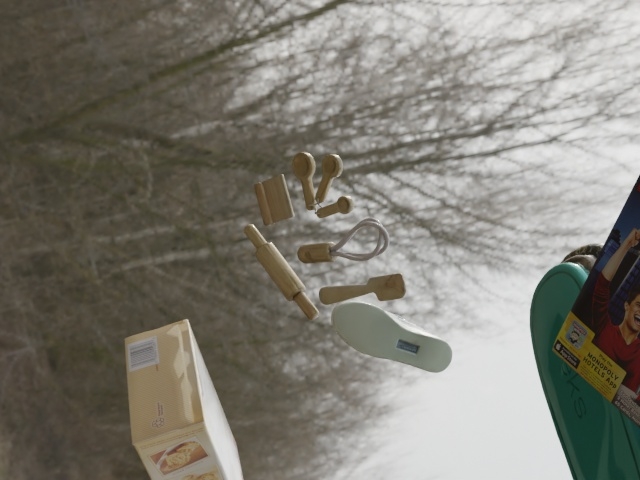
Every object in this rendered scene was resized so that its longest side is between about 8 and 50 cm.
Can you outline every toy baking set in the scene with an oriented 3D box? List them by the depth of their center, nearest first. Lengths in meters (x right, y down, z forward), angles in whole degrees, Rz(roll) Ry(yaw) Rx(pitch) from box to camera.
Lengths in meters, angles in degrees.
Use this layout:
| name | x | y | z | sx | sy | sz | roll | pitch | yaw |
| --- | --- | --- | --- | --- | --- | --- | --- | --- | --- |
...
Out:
| name | x | y | z | sx | sy | sz | roll | pitch | yaw |
| --- | --- | --- | --- | --- | --- | --- | --- | --- | --- |
| toy baking set | -0.004 | 0.003 | 1.246 | 0.256 | 0.030 | 0.197 | 56 | -51 | 19 |

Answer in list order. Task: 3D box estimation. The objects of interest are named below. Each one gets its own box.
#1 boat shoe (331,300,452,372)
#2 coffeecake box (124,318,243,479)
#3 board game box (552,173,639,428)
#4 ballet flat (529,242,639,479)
| name | x | y | z | sx | sy | sz | roll | pitch | yaw |
| --- | --- | --- | --- | --- | --- | --- | --- | --- | --- |
| boat shoe | 0.110 | 0.159 | 1.623 | 0.079 | 0.227 | 0.081 | -67 | -161 | -2 |
| coffeecake box | -0.125 | 0.195 | 0.938 | 0.142 | 0.068 | 0.185 | -111 | -175 | -53 |
| board game box | 0.248 | 0.038 | 0.535 | 0.194 | 0.060 | 0.194 | 46 | -55 | 43 |
| ballet flat | 0.252 | 0.222 | 0.627 | 0.164 | 0.182 | 0.482 | 120 | -25 | -56 |
